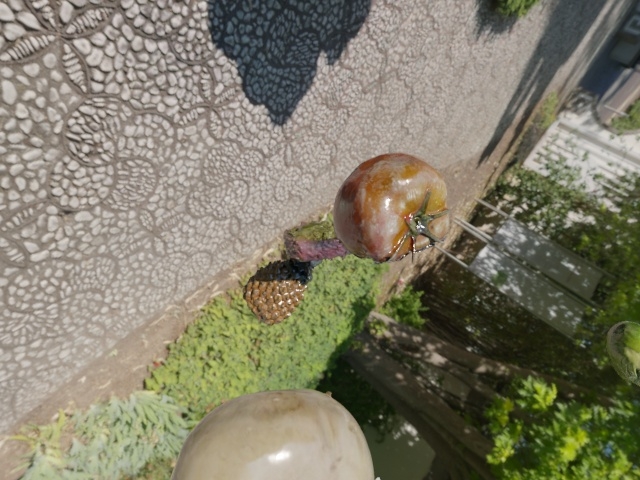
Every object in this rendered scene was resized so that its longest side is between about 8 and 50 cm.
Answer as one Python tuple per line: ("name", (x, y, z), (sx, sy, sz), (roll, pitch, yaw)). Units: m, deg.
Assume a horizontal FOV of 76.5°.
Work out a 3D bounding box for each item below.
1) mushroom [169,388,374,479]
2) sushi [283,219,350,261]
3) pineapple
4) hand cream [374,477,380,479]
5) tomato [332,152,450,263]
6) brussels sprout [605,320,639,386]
("mushroom", (-0.079, 0.357, 0.619), (0.292, 0.292, 0.290), (-46, -169, -18))
("sushi", (-0.016, 0.008, 1.297), (0.161, 0.241, 0.107), (-32, 127, -33))
("pineapple", (-0.116, 0.141, 1.534), (0.357, 0.222, 0.223), (-43, 161, 14))
("hand cream", (0.090, 0.656, 0.845), (0.185, 0.118, 0.358), (-40, 131, -34))
("tomato", (0.129, -0.075, 0.712), (0.214, 0.181, 0.155), (-25, 134, -28))
("brussels sprout", (0.918, 0.327, 1.187), (0.180, 0.144, 0.161), (-100, -164, -60))
